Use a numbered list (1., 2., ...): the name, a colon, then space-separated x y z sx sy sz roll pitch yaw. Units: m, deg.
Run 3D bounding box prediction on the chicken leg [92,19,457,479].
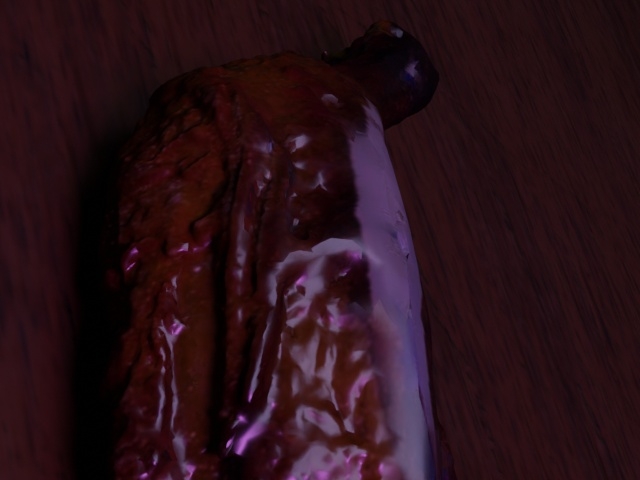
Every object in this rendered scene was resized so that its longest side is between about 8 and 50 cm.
1. chicken leg: 0.000 0.000 0.508 0.158 0.096 0.407 49 26 -26
